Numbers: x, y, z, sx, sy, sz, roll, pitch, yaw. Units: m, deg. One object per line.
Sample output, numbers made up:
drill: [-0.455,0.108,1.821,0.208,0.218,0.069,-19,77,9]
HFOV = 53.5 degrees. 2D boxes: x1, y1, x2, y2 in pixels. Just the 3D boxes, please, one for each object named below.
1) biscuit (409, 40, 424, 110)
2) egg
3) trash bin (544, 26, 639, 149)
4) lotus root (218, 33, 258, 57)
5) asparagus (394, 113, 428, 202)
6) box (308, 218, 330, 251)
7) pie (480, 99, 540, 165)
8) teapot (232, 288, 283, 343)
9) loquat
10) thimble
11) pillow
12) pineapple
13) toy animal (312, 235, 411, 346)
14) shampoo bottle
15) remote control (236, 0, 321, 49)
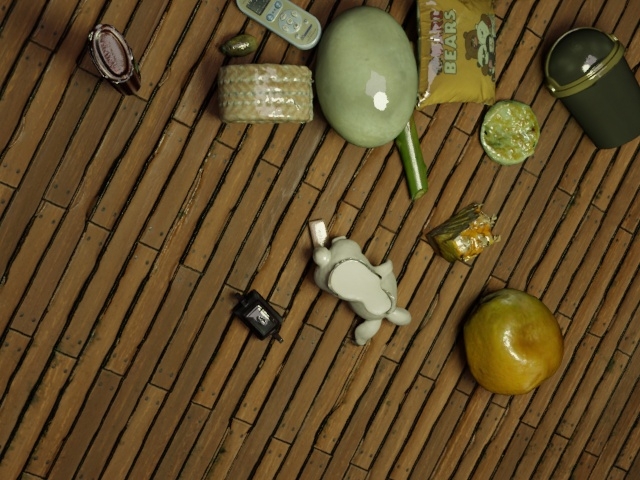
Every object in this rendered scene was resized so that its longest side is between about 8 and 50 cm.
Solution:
biscuit: [0.256,-0.443,1.703,0.118,0.061,0.183,-31,110,-39]
egg: [0.113,-0.404,1.579,0.258,0.258,0.352,-5,90,-11]
trash bin: [0.752,-0.428,1.744,0.214,0.214,0.334,-41,107,-5]
lotus root: [-0.207,-0.490,1.610,0.099,0.054,0.049,-17,79,-11]
asparagus: [0.246,-0.244,1.732,0.067,0.060,0.278,-16,100,2]
box: [0.000,0.000,1.727,0.048,0.025,0.115,-13,99,-12]
pie: [0.535,-0.305,1.797,0.186,0.041,0.187,-1,96,-12]
teapot: [-0.162,0.205,1.681,0.087,0.096,0.177,-43,103,-4]
loquat: [0.522,0.283,1.761,0.276,0.276,0.284,-32,84,-7]
thimble: [-0.138,-0.360,1.562,0.229,0.196,0.148,1,100,15]
pillow: [0.360,-0.506,1.673,0.312,0.119,0.310,-8,102,-36]
pineapple: [0.390,-0.013,1.751,0.236,0.186,0.114,-34,100,-50]
toy animal: [0.111,0.137,1.704,0.208,0.154,0.325,-23,109,2]
shampoo bottle: [-0.453,-0.393,1.430,0.084,0.323,0.129,-26,100,-8]
remote control: [-0.103,-0.562,1.590,0.244,0.047,0.087,35,98,8]
